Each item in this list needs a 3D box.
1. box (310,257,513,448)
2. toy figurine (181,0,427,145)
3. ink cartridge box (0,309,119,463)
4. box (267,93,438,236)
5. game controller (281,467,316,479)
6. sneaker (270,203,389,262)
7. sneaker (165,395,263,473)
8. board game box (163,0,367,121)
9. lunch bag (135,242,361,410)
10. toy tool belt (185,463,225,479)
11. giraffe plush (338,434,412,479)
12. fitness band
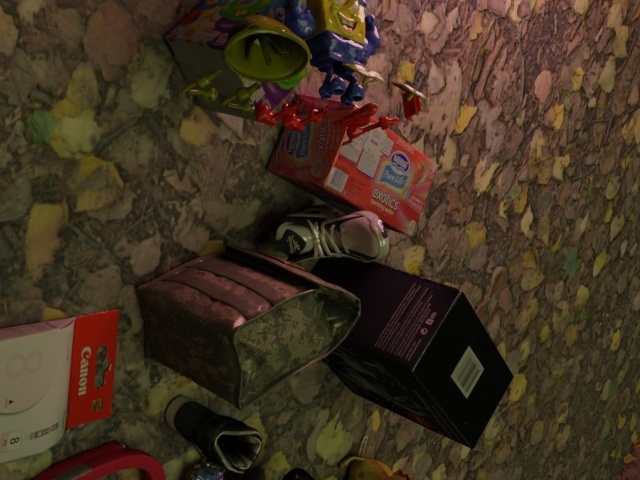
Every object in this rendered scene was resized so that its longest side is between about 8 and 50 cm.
[{"bbox_3d":[0.156,0.207,1.748,0.179,0.312,0.343,-56,138,-17],"label":"box"},{"bbox_3d":[-0.023,-0.295,1.292,0.362,0.191,0.217,11,66,-42],"label":"toy figurine"},{"bbox_3d":[-0.385,0.209,1.328,0.232,0.066,0.189,-5,108,-44],"label":"ink cartridge box"},{"bbox_3d":[0.066,-0.133,1.639,0.300,0.142,0.154,25,86,-51],"label":"box"},{"bbox_3d":[-0.096,0.562,1.615,0.319,0.067,0.166,-56,154,-17],"label":"game controller"},{"bbox_3d":[0.000,0.000,1.560,0.153,0.235,0.094,-19,117,-29],"label":"sneaker"},{"bbox_3d":[-0.150,0.357,1.575,0.226,0.163,0.086,43,71,-50],"label":"sneaker"},{"bbox_3d":[-0.079,-0.332,1.391,0.275,0.144,0.142,-50,136,-25],"label":"board game box"},{"bbox_3d":[-0.107,0.110,1.464,0.287,0.235,0.169,-27,126,-40],"label":"lunch bag"},{"bbox_3d":[-0.195,0.419,1.607,0.083,0.052,0.051,18,121,-27],"label":"toy tool belt"},{"bbox_3d":[0.143,0.556,1.984,0.181,0.170,0.210,-13,114,-46],"label":"giraffe plush"},{"bbox_3d":[-0.374,0.439,1.439,0.290,0.054,0.209,-16,119,-44],"label":"fitness band"}]
